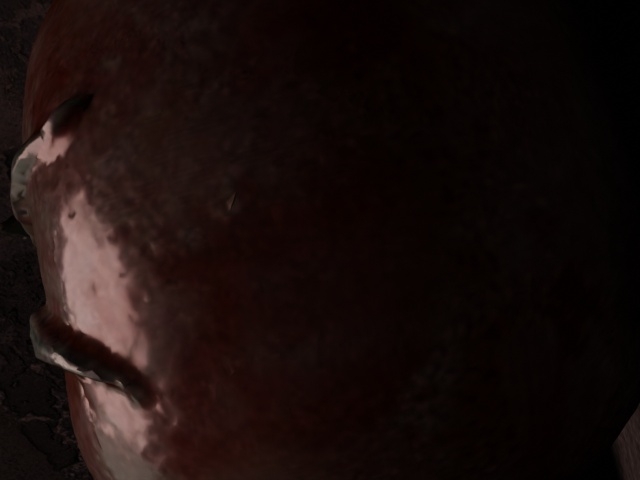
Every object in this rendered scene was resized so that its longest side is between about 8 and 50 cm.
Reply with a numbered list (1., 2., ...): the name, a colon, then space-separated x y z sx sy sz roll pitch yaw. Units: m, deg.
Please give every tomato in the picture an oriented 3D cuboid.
1. tomato: 0.000 0.000 0.537 0.317 0.283 0.316 166 90 -88

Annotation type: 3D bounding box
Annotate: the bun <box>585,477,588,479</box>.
1. bun: 0.076 0.173 0.823 0.134 0.220 0.220 38 -170 -11
